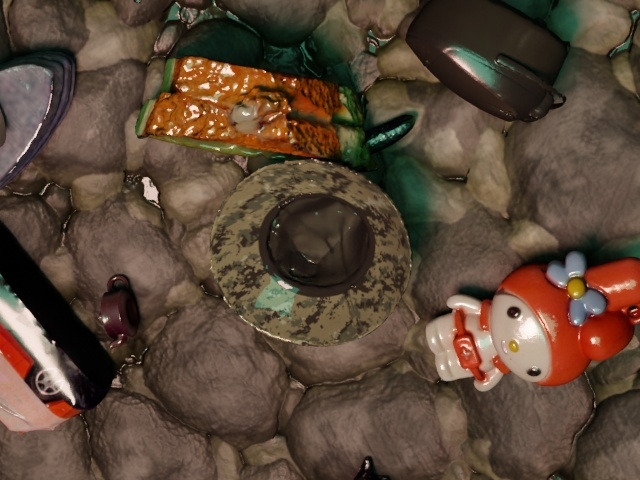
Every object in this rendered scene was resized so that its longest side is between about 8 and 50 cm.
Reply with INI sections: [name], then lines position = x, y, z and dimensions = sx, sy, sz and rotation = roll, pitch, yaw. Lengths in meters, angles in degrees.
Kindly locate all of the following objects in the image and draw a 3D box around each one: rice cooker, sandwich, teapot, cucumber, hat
[rice cooker]
position = 0.202, -0.219, 1.312
dimensions = 0.203, 0.142, 0.118
rotation = 29, 91, -7
[sandwich]
position = -0.088, -0.159, 1.319
dimensions = 0.292, 0.212, 0.109
rotation = 7, 86, 20
[teapot]
position = -0.268, 0.093, 1.449
dimensions = 0.045, 0.068, 0.100
rotation = -10, 67, 8
[cucumber]
position = 0.061, -0.124, 1.396
dimensions = 0.133, 0.032, 0.032
rotation = -25, 100, 7
[hat]
position = 0.000, 0.000, 1.380
dimensions = 0.266, 0.128, 0.265
rotation = 6, 113, 14

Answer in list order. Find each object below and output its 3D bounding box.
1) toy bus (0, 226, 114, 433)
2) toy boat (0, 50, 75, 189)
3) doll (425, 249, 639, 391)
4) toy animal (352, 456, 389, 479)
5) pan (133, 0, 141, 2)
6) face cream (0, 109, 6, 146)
[toy bus]
position = -0.410, 0.111, 1.431
dimensions = 0.147, 0.127, 0.302
rotation = -33, 101, 15
[toy boat]
position = -0.420, -0.136, 1.397
dimensions = 0.283, 0.078, 0.127
rotation = -39, 95, 12
[doll]
position = 0.280, 0.104, 1.386
dimensions = 0.290, 0.130, 0.161
rotation = -17, 96, 22
[toy animal]
position = 0.063, 0.349, 1.442
dimensions = 0.105, 0.202, 0.070
rotation = 38, 101, 18
[pan]
position = -0.225, -0.350, 1.362
dimensions = 0.069, 0.023, 0.115
rotation = 1, 100, 2
[face cream]
position = -0.493, -0.119, 1.319
dimensions = 0.214, 0.096, 0.095
rotation = -20, 101, 9
